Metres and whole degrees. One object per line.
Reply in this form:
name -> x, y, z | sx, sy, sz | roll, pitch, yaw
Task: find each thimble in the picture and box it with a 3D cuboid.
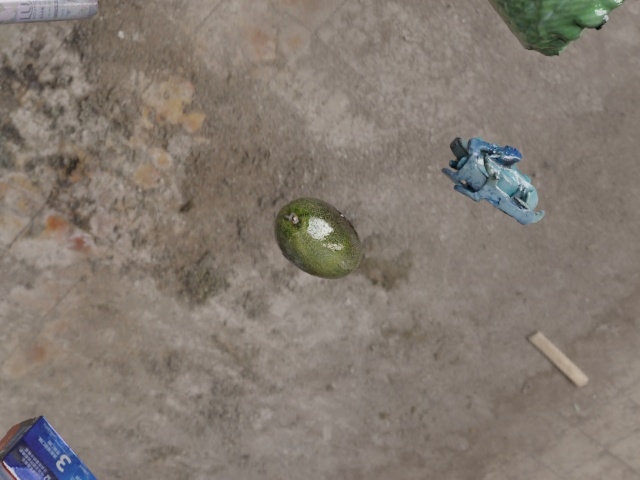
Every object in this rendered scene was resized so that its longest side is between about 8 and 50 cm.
thimble -> 0.305, -0.330, 0.916 | 0.219, 0.219, 0.150 | -37, 94, 20

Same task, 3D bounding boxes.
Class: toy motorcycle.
toy motorcycle -> 0.402, -0.133, 1.752 | 0.260, 0.206, 0.154 | 28, 119, -23

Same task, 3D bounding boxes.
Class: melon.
melon -> 0.000, 0.000, 1.045 | 0.099, 0.099, 0.162 | -30, 145, 16

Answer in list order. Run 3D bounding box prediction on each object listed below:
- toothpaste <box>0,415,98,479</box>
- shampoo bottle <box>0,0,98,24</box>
toothpaste -> -0.258, 0.348, 0.887 | 0.066, 0.076, 0.320 | -24, 108, 31
shampoo bottle -> -0.441, -0.354, 1.142 | 0.214, 0.072, 0.072 | -17, 135, -38
